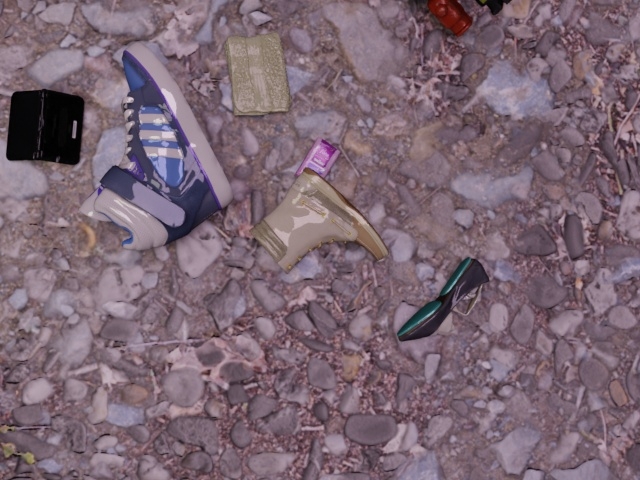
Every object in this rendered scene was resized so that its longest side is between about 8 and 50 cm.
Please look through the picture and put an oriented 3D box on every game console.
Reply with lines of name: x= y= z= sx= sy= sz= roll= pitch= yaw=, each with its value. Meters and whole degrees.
game console: x=-0.476 y=-0.194 z=1.224 sx=0.107 sy=0.071 sz=0.122 roll=6 pitch=85 yaw=-36

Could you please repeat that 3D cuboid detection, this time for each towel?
towel: x=-0.111 y=-0.297 z=1.265 sx=0.110 sy=0.027 sz=0.148 roll=-7 pitch=87 yaw=-8

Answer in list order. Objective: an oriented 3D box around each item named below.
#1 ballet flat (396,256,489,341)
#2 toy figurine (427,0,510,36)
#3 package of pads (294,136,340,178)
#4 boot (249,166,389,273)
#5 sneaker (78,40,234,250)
ballet flat: x=0.225 y=0.120 z=1.252 sx=0.074 sy=0.074 sz=0.203 roll=44 pitch=80 yaw=-2
toy figurine: x=0.273 y=-0.486 z=1.229 sx=0.148 sy=0.209 sz=0.213 roll=42 pitch=81 yaw=-12
package of pads: x=-0.005 y=-0.137 z=1.262 sx=0.050 sy=0.032 sz=0.083 roll=32 pitch=83 yaw=-7
boot: x=0.000 y=0.000 z=1.231 sx=0.213 sy=0.077 sz=0.165 roll=43 pitch=90 yaw=-15
sneaker: x=-0.316 y=-0.143 z=1.177 sx=0.236 sy=0.130 sz=0.323 roll=-30 pitch=95 yaw=-12
